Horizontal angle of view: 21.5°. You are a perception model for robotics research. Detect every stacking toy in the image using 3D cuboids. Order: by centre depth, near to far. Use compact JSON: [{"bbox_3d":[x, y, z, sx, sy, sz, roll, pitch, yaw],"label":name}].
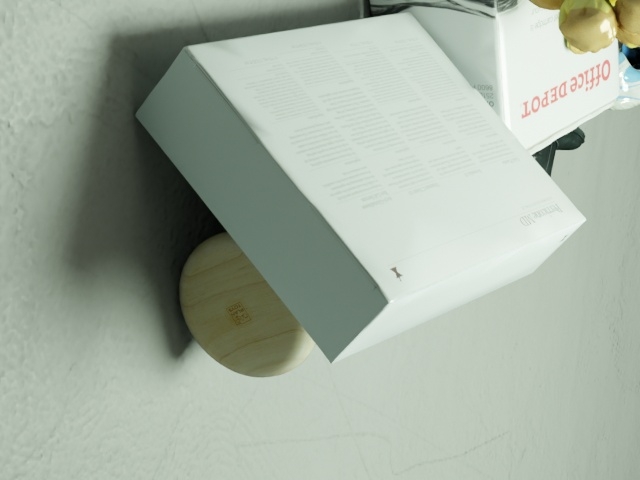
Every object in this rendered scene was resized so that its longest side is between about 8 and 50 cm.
[{"bbox_3d":[0.000,0.000,1.627,0.330,0.141,0.141,-42,130,-54],"label":"stacking toy"}]

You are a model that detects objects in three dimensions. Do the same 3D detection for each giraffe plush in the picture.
[{"bbox_3d":[0.299,-0.260,1.714,0.170,0.181,0.210,55,16,-58],"label":"giraffe plush"}]

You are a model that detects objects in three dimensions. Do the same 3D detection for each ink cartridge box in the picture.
[{"bbox_3d":[0.185,-0.310,1.798,0.285,0.166,0.395,-28,118,-51],"label":"ink cartridge box"}]

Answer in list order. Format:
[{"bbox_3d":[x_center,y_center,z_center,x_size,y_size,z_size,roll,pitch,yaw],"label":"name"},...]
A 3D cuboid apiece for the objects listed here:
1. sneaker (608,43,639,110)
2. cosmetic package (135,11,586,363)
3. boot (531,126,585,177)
[{"bbox_3d":[0.441,-0.234,2.282,0.237,0.085,0.086,-23,120,-55],"label":"sneaker"},{"bbox_3d":[0.050,-0.064,1.550,0.377,0.284,0.097,-18,153,-54],"label":"cosmetic package"},{"bbox_3d":[0.282,-0.105,2.098,0.121,0.045,0.099,26,71,-48],"label":"boot"}]
